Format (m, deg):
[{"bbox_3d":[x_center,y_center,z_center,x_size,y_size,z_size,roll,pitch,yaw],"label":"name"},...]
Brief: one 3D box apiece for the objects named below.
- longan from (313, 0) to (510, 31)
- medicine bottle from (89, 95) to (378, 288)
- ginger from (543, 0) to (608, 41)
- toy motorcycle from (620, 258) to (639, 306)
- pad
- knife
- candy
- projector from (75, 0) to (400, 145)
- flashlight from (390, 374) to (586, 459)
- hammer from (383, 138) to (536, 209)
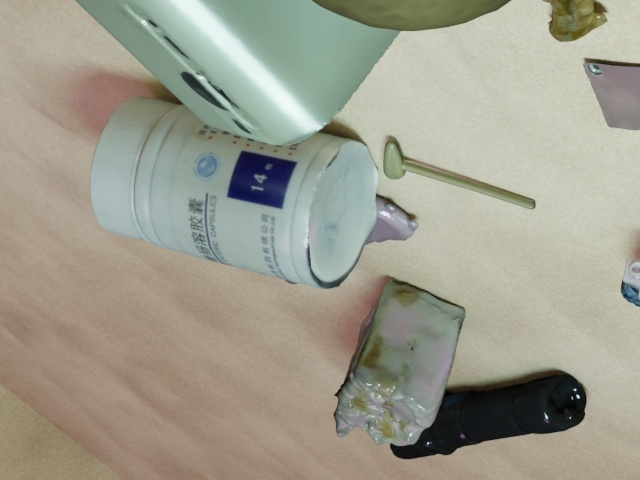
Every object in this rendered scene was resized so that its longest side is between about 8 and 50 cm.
[{"bbox_3d":[0.081,-0.307,1.511,0.297,0.297,0.297,21,155,10],"label":"longan"},{"bbox_3d":[-0.114,-0.065,2.293,0.332,0.190,0.190,14,153,26],"label":"medicine bottle"},{"bbox_3d":[0.246,-0.233,1.787,0.057,0.044,0.137,-24,155,1],"label":"ginger"},{"bbox_3d":[0.458,0.044,2.061,0.239,0.108,0.204,-5,154,11],"label":"toy motorcycle"},{"bbox_3d":[0.371,-0.143,1.886,0.188,0.006,0.113,9,149,31],"label":"pad"},{"bbox_3d":[0.000,0.001,2.498,0.132,0.038,0.398,32,155,-20],"label":"knife"},{"bbox_3d":[0.110,0.175,2.565,0.137,0.195,0.185,22,151,-2],"label":"candy"},{"bbox_3d":[-0.080,-0.267,1.748,0.249,0.248,0.248,44,168,-34],"label":"projector"},{"bbox_3d":[0.243,0.262,2.717,0.103,0.103,0.424,36,153,-21],"label":"flashlight"},{"bbox_3d":[0.168,-0.078,2.202,0.195,0.028,0.060,17,148,12],"label":"hammer"}]
